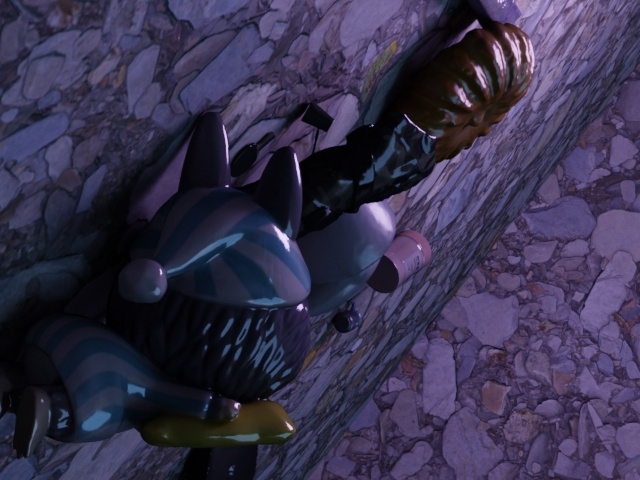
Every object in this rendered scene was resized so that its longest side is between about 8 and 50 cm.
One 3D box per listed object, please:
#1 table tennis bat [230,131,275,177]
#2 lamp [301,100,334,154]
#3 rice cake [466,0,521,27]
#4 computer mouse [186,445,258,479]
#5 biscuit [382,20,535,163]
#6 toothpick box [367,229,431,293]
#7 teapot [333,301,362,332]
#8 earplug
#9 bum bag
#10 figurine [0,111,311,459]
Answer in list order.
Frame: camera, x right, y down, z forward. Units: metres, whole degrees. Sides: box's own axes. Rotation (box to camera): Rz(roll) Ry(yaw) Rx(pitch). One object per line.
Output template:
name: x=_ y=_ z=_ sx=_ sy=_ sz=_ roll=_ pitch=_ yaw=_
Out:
table tennis bat: x=-0.090 y=-0.115 z=1.261 sx=0.083 sy=0.007 sz=0.050 roll=-45 pitch=162 yaw=-20
lamp: x=-0.016 y=-0.135 z=1.344 sx=0.121 sy=0.054 sz=0.041 roll=-57 pitch=-177 yaw=36
rice cake: x=0.261 y=-0.397 z=1.530 sx=0.064 sy=0.070 sz=0.399 roll=-52 pitch=164 yaw=11
computer mouse: x=-0.212 y=0.462 z=1.991 sx=0.168 sy=0.087 sz=0.295 roll=-24 pitch=135 yaw=-47
biscuit: x=0.245 y=-0.239 z=1.661 sx=0.325 sy=0.107 sz=0.326 roll=-33 pitch=161 yaw=-13
toothpick box: x=0.172 y=0.046 z=2.145 sx=0.149 sy=0.098 sz=0.098 roll=-32 pitch=153 yaw=-49
teapot: x=0.061 y=0.180 z=2.228 sx=0.049 sy=0.064 sz=0.083 roll=-25 pitch=176 yaw=21
earplug: x=0.010 y=0.008 z=1.541 sx=0.214 sy=0.175 sz=0.325 roll=-50 pitch=174 yaw=-24
bum bag: x=0.010 y=-0.075 z=1.324 sx=0.340 sy=0.095 sz=0.144 roll=-24 pitch=146 yaw=-4
figurine: x=-0.182 y=0.038 z=1.107 sx=0.361 sy=0.266 sz=0.378 roll=3 pitch=91 yaw=-41
